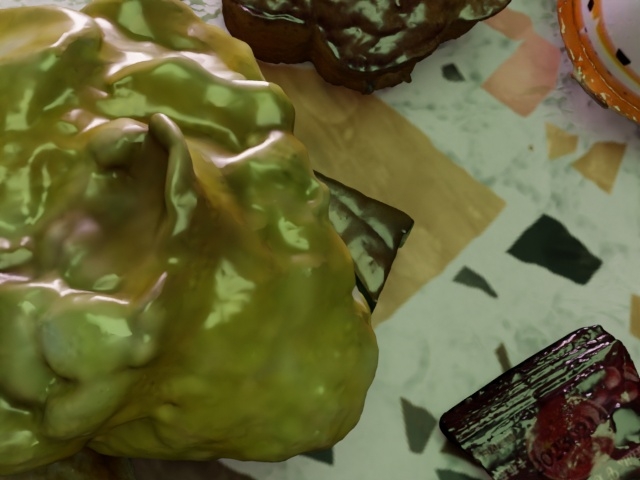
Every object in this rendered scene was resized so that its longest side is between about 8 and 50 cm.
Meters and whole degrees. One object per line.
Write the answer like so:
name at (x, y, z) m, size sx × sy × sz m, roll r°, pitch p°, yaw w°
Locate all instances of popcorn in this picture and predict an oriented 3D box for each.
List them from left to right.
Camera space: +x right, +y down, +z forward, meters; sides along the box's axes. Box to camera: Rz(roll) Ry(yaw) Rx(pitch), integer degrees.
popcorn at (-0.135, 0.006, 1.222) m, size 0.292 × 0.293 × 0.334 m, roll -22°, pitch 44°, yaw 2°

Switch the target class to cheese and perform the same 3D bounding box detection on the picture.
cheese at (0.257, -0.212, 1.427) m, size 0.217 × 0.129 × 0.329 m, roll -30°, pitch 82°, yaw -19°

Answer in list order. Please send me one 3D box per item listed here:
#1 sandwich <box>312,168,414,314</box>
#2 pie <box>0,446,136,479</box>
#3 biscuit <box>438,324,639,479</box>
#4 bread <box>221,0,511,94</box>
sandwich at (0.000, 0.000, 1.347) m, size 0.116 × 0.074 × 0.074 m, roll 26°, pitch 69°, yaw 2°
pie at (-0.220, 0.190, 1.241) m, size 0.205 × 0.084 × 0.179 m, roll -29°, pitch 77°, yaw -20°
biscuit at (0.213, 0.183, 1.321) m, size 0.151 × 0.063 × 0.235 m, roll -35°, pitch 83°, yaw -6°
bread at (0.023, -0.224, 1.397) m, size 0.247 × 0.135 × 0.232 m, roll 0°, pitch 71°, yaw -9°
